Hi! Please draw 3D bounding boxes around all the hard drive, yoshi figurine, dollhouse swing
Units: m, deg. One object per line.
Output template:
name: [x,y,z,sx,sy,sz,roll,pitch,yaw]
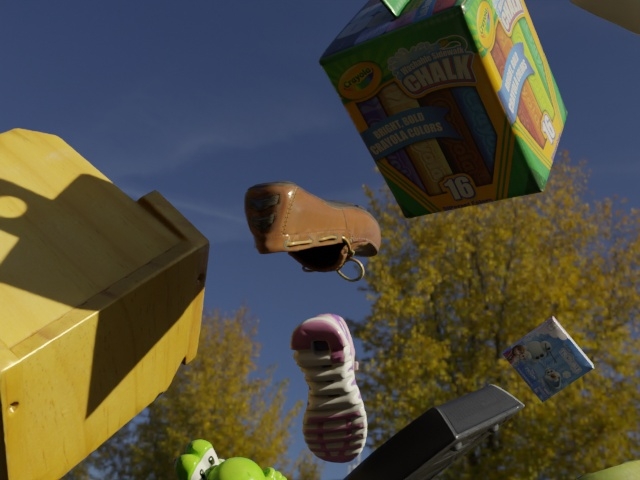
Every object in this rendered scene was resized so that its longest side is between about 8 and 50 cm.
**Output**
hard drive: [0.116,0.269,0.897,0.172,0.054,0.254,-5,-37,-47]
yoshi figurine: [-0.149,0.529,1.388,0.203,0.203,0.362,-20,-59,3]
dollhouse swing: [-0.379,0.074,0.968,0.305,0.347,0.315,26,-54,19]

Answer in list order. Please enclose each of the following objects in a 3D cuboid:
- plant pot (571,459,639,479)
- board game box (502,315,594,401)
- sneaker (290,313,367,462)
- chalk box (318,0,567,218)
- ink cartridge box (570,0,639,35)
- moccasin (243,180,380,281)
plant pot: [0.306,0.350,0.656,0.276,0.253,0.276,-9,-40,-8]
board game box: [0.325,0.170,1.049,0.090,0.090,0.020,-41,-3,17]
sneaker: [0.020,0.208,1.073,0.095,0.104,0.236,-5,-75,10]
chalk box: [0.135,-0.199,0.825,0.179,0.180,0.289,-10,-56,37]
ink cartridge box: [0.371,-0.199,0.381,0.395,0.285,0.166,37,4,25]
moccasin: [0.003,0.000,1.276,0.139,0.146,0.380,-5,-9,22]
